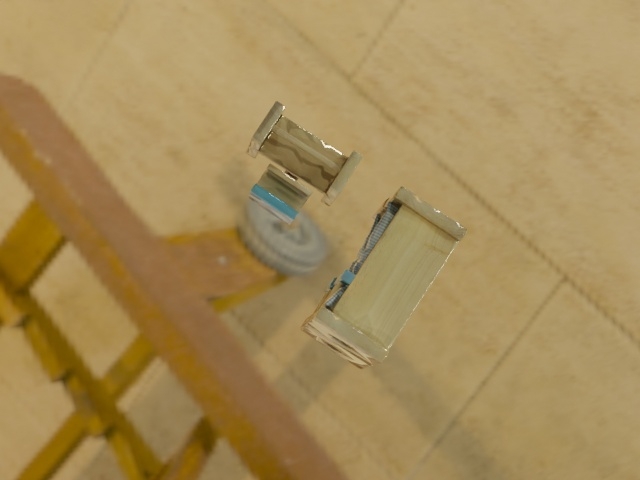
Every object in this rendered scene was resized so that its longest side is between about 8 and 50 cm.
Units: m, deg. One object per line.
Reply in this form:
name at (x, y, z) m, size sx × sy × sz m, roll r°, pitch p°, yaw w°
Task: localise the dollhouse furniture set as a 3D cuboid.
dollhouse furniture set at (0.000, 0.000, 1.401) m, size 0.184 × 0.129 × 0.129 m, roll 34°, pitch 80°, yaw -1°
